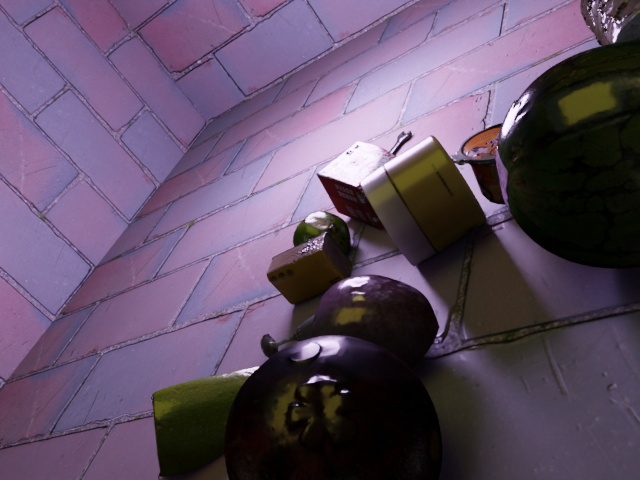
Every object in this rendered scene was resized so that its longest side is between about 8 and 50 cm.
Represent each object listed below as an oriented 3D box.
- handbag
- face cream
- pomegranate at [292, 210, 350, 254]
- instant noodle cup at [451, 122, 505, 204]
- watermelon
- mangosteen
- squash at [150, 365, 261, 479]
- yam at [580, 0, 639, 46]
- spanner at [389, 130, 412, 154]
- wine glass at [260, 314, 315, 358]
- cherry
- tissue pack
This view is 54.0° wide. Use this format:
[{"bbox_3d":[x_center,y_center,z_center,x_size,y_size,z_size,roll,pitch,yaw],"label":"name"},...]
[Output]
[{"bbox_3d":[0.141,-0.144,1.607,0.171,0.151,0.298,-40,28,-15],"label":"handbag"},{"bbox_3d":[0.215,-0.083,1.317,0.179,0.218,0.218,-32,25,11],"label":"face cream"},{"bbox_3d":[-0.003,-0.013,1.599,0.143,0.123,0.169,-17,7,-20],"label":"pomegranate"},{"bbox_3d":[0.386,-0.154,1.295,0.208,0.126,0.178,-15,28,16],"label":"instant noodle cup"},{"bbox_3d":[0.452,-0.124,0.938,0.363,0.363,0.363,-30,26,17],"label":"watermelon"},{"bbox_3d":[0.024,0.305,0.914,0.305,0.360,0.306,-5,56,8],"label":"mangosteen"},{"bbox_3d":[-0.197,0.388,1.302,0.288,0.203,0.111,-7,19,-16],"label":"squash"},{"bbox_3d":[0.682,-0.453,1.309,0.240,0.241,0.348,-24,31,28],"label":"yam"},{"bbox_3d":[0.195,-0.241,1.851,0.054,0.015,0.255,-2,43,52],"label":"spanner"},{"bbox_3d":[-0.035,0.200,1.360,0.198,0.066,0.066,-26,28,26],"label":"wine glass"},{"bbox_3d":[0.084,0.159,1.132,0.265,0.184,0.213,-9,44,21],"label":"cherry"},{"bbox_3d":[-0.027,0.071,1.499,0.169,0.120,0.082,-24,31,24],"label":"tissue pack"}]
